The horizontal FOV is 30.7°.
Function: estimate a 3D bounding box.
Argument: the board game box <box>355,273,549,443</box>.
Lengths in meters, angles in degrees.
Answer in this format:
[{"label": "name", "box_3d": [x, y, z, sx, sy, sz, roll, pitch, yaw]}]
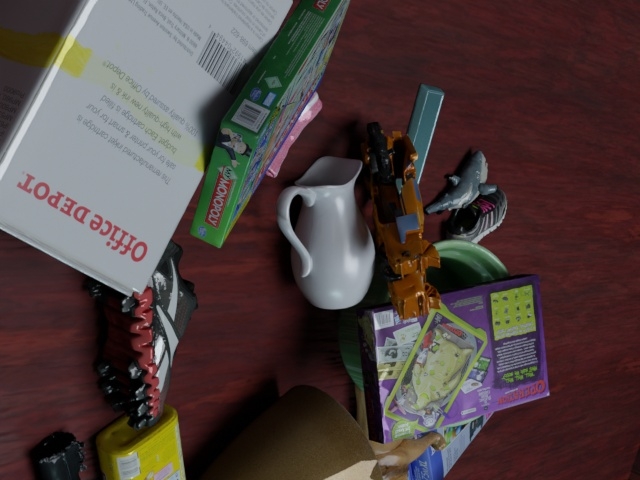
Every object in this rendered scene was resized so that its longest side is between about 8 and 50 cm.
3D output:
[{"label": "board game box", "box_3d": [0.215, 0.179, 1.839, 0.347, 0.056, 0.208, -9, 92, -34]}]

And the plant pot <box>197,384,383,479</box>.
[{"label": "plant pot", "box_3d": [-0.077, 0.378, 1.745, 0.254, 0.237, 0.237, -27, 130, -31]}]

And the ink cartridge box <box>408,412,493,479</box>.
[{"label": "ink cartridge box", "box_3d": [0.252, 0.366, 2.340, 0.311, 0.065, 0.186, -43, 139, -31]}]

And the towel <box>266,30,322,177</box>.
[{"label": "towel", "box_3d": [-0.068, -0.193, 1.577, 0.144, 0.029, 0.197, -57, 146, -18]}]

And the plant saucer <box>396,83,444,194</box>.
[{"label": "plant saucer", "box_3d": [0.163, -0.163, 1.940, 0.067, 0.018, 0.192, 0, 107, -56]}]

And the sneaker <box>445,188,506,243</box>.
[{"label": "sneaker", "box_3d": [0.287, -0.048, 2.142, 0.170, 0.063, 0.075, -43, 146, -26]}]

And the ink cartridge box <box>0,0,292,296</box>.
[{"label": "ink cartridge box", "box_3d": [-0.231, -0.172, 1.231, 0.385, 0.160, 0.279, -64, 148, -8]}]

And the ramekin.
[{"label": "ramekin", "box_3d": [0.174, 0.147, 1.928, 0.303, 0.148, 0.303, -1, 92, -34]}]

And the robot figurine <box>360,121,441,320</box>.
[{"label": "robot figurine", "box_3d": [0.117, -0.038, 1.749, 0.211, 0.085, 0.291, 82, 0, -52]}]

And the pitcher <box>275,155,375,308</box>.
[{"label": "pitcher", "box_3d": [0.000, 0.000, 1.706, 0.178, 0.125, 0.207, -28, 121, -45]}]

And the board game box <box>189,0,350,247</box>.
[{"label": "board game box", "box_3d": [-0.053, -0.168, 1.400, 0.317, 0.046, 0.213, -62, 177, -37]}]

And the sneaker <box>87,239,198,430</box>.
[{"label": "sneaker", "box_3d": [-0.214, 0.112, 1.479, 0.135, 0.097, 0.276, -29, 130, -41]}]

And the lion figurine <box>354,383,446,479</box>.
[{"label": "lion figurine", "box_3d": [0.114, 0.313, 2.067, 0.240, 0.142, 0.392, -17, 108, -42]}]

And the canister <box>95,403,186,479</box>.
[{"label": "canister", "box_3d": [-0.239, 0.317, 1.586, 0.126, 0.073, 0.170, -34, 133, -41]}]

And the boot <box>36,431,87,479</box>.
[{"label": "boot", "box_3d": [-0.340, 0.304, 1.458, 0.121, 0.045, 0.099, -40, 141, -47]}]

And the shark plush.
[{"label": "shark plush", "box_3d": [0.238, -0.094, 2.085, 0.161, 0.073, 0.067, -31, 115, -15]}]
